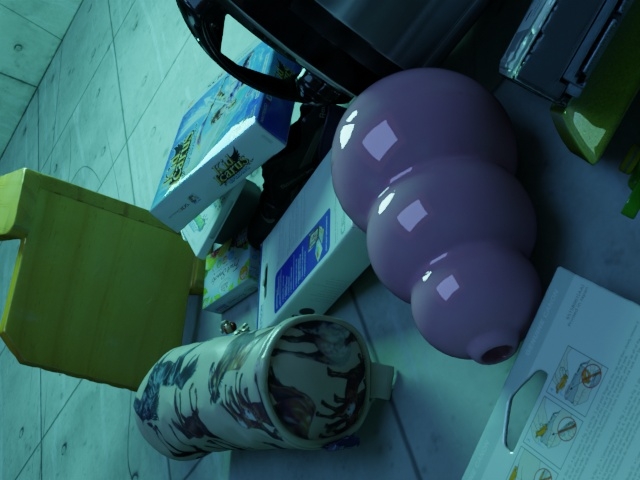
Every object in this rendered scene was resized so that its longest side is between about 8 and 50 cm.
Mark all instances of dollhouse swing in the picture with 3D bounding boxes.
[{"bbox_3d":[-0.406,0.081,1.658,0.315,0.347,0.305,-5,69,57],"label":"dollhouse swing"}]

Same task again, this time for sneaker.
[{"bbox_3d":[-0.051,-0.101,1.411,0.283,0.124,0.107,-48,36,32],"label":"sneaker"}]

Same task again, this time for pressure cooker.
[{"bbox_3d":[0.030,-0.356,1.142,0.420,0.370,0.375,-52,12,15],"label":"pressure cooker"}]

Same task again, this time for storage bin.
[{"bbox_3d":[-0.159,-0.051,1.590,0.135,0.091,0.098,-58,33,21],"label":"storage bin"}]

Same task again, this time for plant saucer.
[{"bbox_3d":[0.273,-0.171,0.910,0.188,0.045,0.188,-63,-3,12],"label":"plant saucer"}]

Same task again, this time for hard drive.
[{"bbox_3d":[0.250,-0.246,0.901,0.237,0.064,0.339,-62,-2,14],"label":"hard drive"}]

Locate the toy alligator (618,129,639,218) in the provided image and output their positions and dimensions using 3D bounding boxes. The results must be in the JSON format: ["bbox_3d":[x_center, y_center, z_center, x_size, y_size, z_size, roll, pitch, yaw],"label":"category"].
[{"bbox_3d":[0.325,-0.101,0.883,0.190,0.056,0.051,-61,-12,-2],"label":"toy alligator"}]

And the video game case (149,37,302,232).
[{"bbox_3d":[-0.133,-0.174,1.425,0.244,0.061,0.269,-36,30,34],"label":"video game case"}]

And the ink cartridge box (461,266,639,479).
[{"bbox_3d":[0.243,0.186,0.828,0.239,0.060,0.275,34,103,60],"label":"ink cartridge box"}]

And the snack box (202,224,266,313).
[{"bbox_3d":[-0.137,0.047,1.549,0.141,0.037,0.100,-35,46,45],"label":"snack box"}]

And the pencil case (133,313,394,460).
[{"bbox_3d":[-0.094,0.201,1.253,0.410,0.183,0.160,-22,50,55],"label":"pencil case"}]

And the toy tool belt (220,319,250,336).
[{"bbox_3d":[-0.117,0.152,1.453,0.051,0.052,0.083,-22,51,13],"label":"toy tool belt"}]

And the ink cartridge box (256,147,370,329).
[{"bbox_3d":[0.000,0.000,1.290,0.333,0.065,0.165,132,145,-52],"label":"ink cartridge box"}]

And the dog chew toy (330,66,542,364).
[{"bbox_3d":[0.132,-0.023,1.010,0.206,0.206,0.332,-46,46,35],"label":"dog chew toy"}]

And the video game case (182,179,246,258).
[{"bbox_3d":[-0.177,-0.067,1.519,0.143,0.019,0.157,-61,32,15],"label":"video game case"}]
